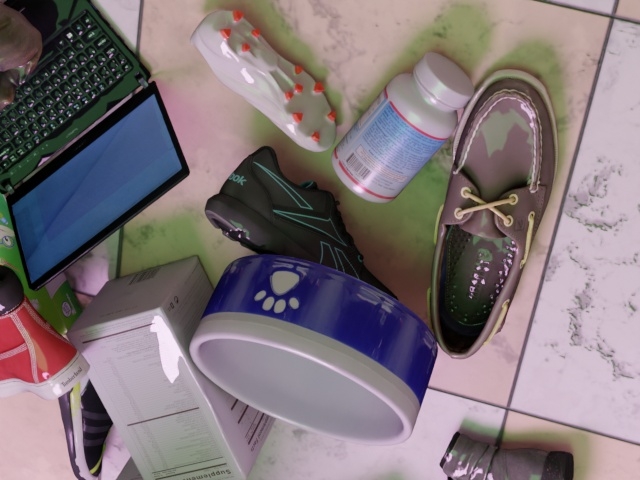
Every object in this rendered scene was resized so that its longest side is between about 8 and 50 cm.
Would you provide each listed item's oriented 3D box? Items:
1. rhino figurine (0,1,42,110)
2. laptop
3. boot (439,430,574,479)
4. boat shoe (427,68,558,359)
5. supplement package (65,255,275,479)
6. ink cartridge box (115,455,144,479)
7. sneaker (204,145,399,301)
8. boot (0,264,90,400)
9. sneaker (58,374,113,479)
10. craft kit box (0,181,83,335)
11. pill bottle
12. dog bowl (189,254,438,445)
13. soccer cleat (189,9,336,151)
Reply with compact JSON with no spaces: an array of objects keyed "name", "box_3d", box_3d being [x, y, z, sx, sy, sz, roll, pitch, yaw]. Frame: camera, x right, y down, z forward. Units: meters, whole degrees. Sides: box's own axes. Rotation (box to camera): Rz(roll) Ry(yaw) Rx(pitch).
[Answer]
[{"name":"rhino figurine","box_3d":[-0.402,-0.248,1.524,0.243,0.073,0.106,43,82,16]},{"name":"laptop","box_3d":[-0.305,-0.126,1.535,0.234,0.136,0.264,-36,103,14]},{"name":"boot","box_3d":[0.224,0.348,1.704,0.161,0.083,0.246,6,113,21]},{"name":"boat shoe","box_3d":[0.181,-0.022,1.499,0.116,0.097,0.324,15,120,8]},{"name":"supplement package","box_3d":[-0.175,0.166,1.679,0.139,0.134,0.244,-15,112,23]},{"name":"ink cartridge box","box_3d":[-0.197,0.429,1.724,0.131,0.306,0.226,-13,113,22]},{"name":"sneaker","box_3d":[0.000,0.000,1.559,0.267,0.106,0.101,37,166,-27]},{"name":"boot","box_3d":[-0.380,0.095,1.622,0.244,0.088,0.176,-7,123,56]},{"name":"sneaker","box_3d":[-0.280,0.218,1.765,0.097,0.084,0.235,-11,133,-11]},{"name":"craft kit box","box_3d":[-0.455,0.022,1.732,0.250,0.061,0.247,-12,116,22]},{"name":"pill bottle","box_3d":[0.089,-0.120,1.480,0.087,0.087,0.160,38,120,-6]},{"name":"dog bowl","box_3d":[-0.007,0.125,1.551,0.265,0.104,0.265,19,157,8]},{"name":"soccer cleat","box_3d":[-0.059,-0.172,1.516,0.196,0.068,0.076,46,149,-17]}]
